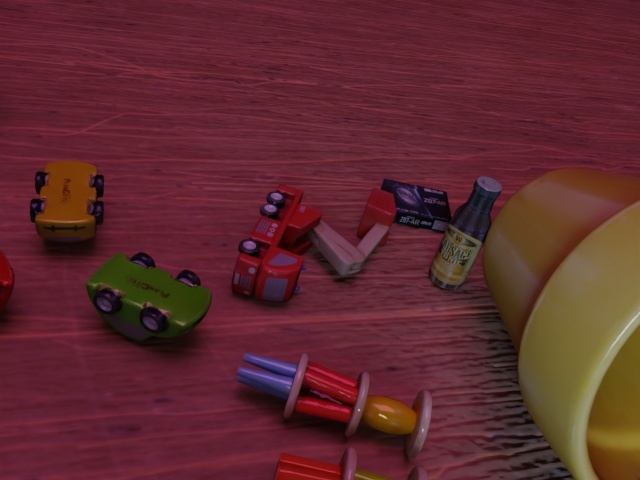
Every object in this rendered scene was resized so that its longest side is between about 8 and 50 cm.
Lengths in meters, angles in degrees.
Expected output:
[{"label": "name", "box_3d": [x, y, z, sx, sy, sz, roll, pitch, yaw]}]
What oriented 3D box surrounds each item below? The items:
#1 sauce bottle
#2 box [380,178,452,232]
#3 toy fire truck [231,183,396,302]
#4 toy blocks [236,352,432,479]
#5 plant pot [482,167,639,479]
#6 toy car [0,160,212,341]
[{"label": "sauce bottle", "box_3d": [0.147, -0.007, 0.613, 0.042, 0.128, 0.042, 8, 38, -6]}, {"label": "box", "box_3d": [0.115, -0.043, 0.737, 0.083, 0.018, 0.067, 12, 38, -4]}, {"label": "toy fire truck", "box_3d": [0.000, 0.000, 0.621, 0.135, 0.047, 0.192, 19, 38, 2]}, {"label": "toy blocks", "box_3d": [0.001, 0.140, 0.439, 0.148, 0.054, 0.123, 16, 37, 2]}, {"label": "plant pot", "box_3d": [0.260, 0.050, 0.504, 0.254, 0.254, 0.239, 3, 24, -15]}, {"label": "toy car", "box_3d": [-0.200, 0.033, 0.507, 0.225, 0.053, 0.239, 22, 39, 8]}]
